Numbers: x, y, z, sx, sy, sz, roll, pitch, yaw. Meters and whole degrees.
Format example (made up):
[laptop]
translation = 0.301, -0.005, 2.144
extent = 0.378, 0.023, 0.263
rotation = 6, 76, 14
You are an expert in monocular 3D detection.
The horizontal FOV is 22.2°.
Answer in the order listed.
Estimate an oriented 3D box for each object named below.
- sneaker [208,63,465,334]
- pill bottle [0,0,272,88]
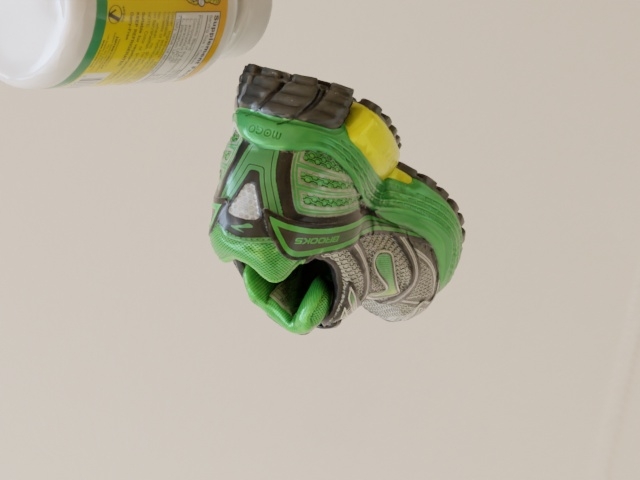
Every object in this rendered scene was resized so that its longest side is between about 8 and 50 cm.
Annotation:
[sneaker]
translation = 0.000, 0.000, 1.158
extent = 0.134, 0.343, 0.146
rotation = 18, -100, 25
[pill bottle]
translation = -0.131, -0.165, 1.118
extent = 0.208, 0.117, 0.118
rotation = -10, -103, -51
